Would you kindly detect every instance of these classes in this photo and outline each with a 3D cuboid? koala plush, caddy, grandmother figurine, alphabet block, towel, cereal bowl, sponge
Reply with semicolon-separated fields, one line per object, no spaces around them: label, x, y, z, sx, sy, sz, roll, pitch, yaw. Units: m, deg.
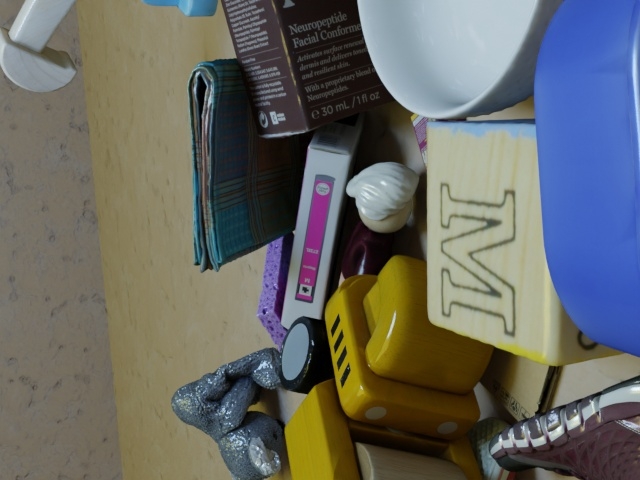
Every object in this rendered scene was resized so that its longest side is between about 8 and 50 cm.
koala plush;-0.147;0.343;1.689;0.221;0.203;0.196;65;150;11
caddy;0.292;-0.058;0.639;0.179;0.241;0.341;-178;82;-68
grandmother figurine;0.064;0.039;1.257;0.208;0.104;0.342;-95;14;-52
alphabet block;0.222;-0.012;0.845;0.193;0.192;0.197;-163;71;-64
towel;-0.083;-0.124;1.325;0.040;0.370;0.272;4;103;21
cereal bowl;0.173;-0.292;0.935;0.339;0.141;0.339;22;115;60
sponge;-0.052;0.078;1.433;0.210;0.031;0.117;-85;-27;-49

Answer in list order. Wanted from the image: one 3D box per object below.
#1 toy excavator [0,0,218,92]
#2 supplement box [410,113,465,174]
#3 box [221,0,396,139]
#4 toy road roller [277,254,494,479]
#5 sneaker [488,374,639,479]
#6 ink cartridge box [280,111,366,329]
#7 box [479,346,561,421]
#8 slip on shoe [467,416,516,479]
toy excavator;-0.300;-0.462;1.507;0.222;0.445;0.433;54;141;46
supplement box;0.149;-0.127;1.127;0.055;0.043;0.083;-40;59;59
box;-0.021;-0.339;1.169;0.143;0.191;0.381;3;113;58
toy road roller;0.095;0.170;1.042;0.241;0.202;0.330;-56;29;34
sneaker;0.275;0.233;0.889;0.281;0.106;0.163;-46;58;57
ink cartridge box;0.000;0.000;1.346;0.176;0.069;0.371;-71;-10;-60
box;0.209;0.099;1.080;0.201;0.021;0.164;47;136;51
slip on shoe;0.185;0.371;1.113;0.123;0.101;0.331;-148;69;-71
